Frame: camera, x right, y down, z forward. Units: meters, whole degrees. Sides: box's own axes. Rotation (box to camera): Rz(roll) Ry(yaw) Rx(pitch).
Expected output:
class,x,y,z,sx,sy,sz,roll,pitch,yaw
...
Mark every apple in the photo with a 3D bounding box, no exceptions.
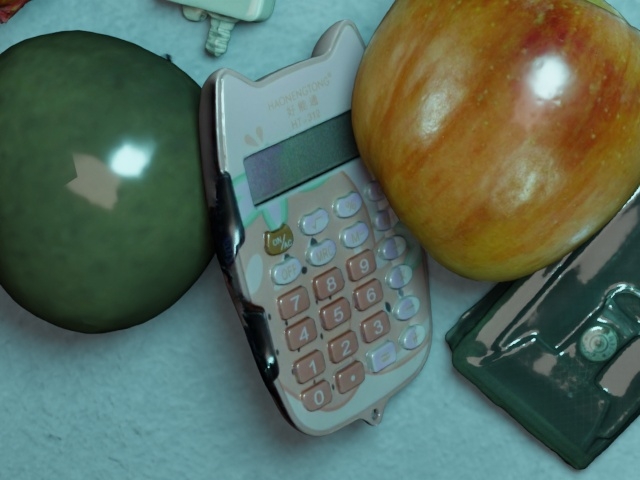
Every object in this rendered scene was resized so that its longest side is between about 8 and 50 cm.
class,x,y,z,sx,sy,sz,roll,pitch,yaw
apple,0.139,-0.098,1.387,0.242,0.242,0.241,38,105,3

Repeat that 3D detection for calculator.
class,x,y,z,sx,sy,sz,roll,pitch,yaw
calculator,0.000,0.000,1.445,0.048,0.220,0.329,-3,107,43

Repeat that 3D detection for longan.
class,x,y,z,sx,sy,sz,roll,pitch,yaw
longan,-0.184,-0.046,1.460,0.246,0.215,0.246,-8,75,30

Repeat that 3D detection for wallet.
class,x,y,z,sx,sy,sz,roll,pitch,yaw
wallet,0.240,0.058,1.488,0.168,0.052,0.245,43,101,-2

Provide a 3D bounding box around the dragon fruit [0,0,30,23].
class,x,y,z,sx,sy,sz,roll,pitch,yaw
dragon fruit,-0.279,-0.279,1.452,0.210,0.205,0.268,26,111,-22

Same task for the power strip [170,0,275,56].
class,x,y,z,sx,sy,sz,roll,pitch,yaw
power strip,-0.059,-0.318,1.474,0.098,0.058,0.338,16,102,10
